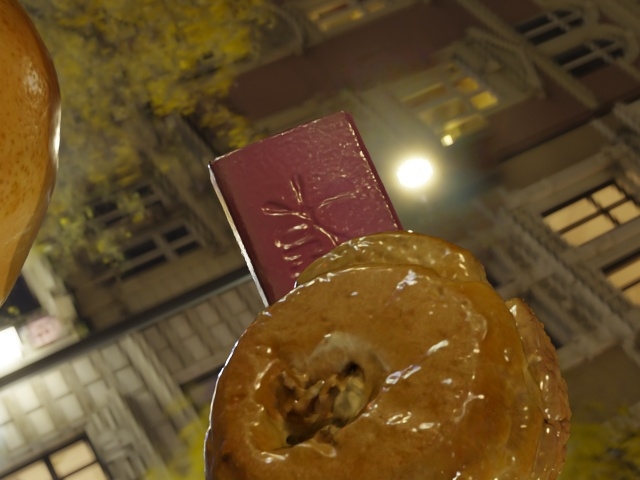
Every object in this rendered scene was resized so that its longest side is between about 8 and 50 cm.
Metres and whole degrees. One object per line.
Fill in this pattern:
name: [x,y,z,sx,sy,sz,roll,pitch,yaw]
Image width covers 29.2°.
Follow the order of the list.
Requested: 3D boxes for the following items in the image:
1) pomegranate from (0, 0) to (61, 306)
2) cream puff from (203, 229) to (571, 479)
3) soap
pomegranate: [-0.404,-0.076,0.909,0.416,0.417,0.416,48,-28,36]
cream puff: [0.063,0.173,1.093,0.231,0.327,0.343,52,24,-41]
soap: [0.000,-0.001,1.419,0.081,0.181,0.259,94,-26,-74]
